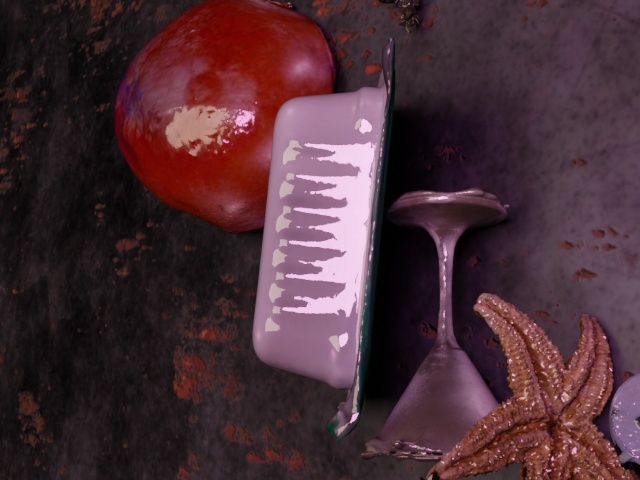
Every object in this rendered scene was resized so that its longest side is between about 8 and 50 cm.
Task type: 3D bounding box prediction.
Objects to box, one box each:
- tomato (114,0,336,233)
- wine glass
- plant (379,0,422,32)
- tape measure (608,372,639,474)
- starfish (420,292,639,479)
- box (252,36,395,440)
[{"bbox_3d":[-0.142,-0.179,1.068,0.290,0.176,0.335,-58,45,20],"label":"tomato"},{"bbox_3d":[0.113,0.079,0.767,0.156,0.156,0.232,-12,71,46],"label":"wine glass"},{"bbox_3d":[0.083,-0.269,0.925,0.051,0.051,0.102,-47,56,32],"label":"plant"},{"bbox_3d":[0.262,0.142,0.639,0.091,0.054,0.094,-46,54,-4],"label":"tape measure"},{"bbox_3d":[0.180,0.155,0.671,0.240,0.227,0.043,50,154,4],"label":"starfish"},{"bbox_3d":[0.000,0.000,0.821,0.264,0.106,0.337,95,180,-85],"label":"box"}]
